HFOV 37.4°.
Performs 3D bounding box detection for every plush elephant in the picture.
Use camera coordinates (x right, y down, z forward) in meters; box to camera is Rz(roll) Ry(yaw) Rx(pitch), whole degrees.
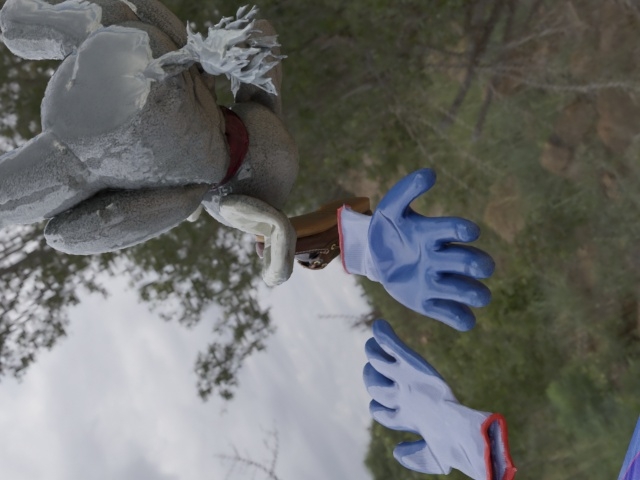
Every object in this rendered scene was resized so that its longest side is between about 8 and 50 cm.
[{"bbox_3d":[-0.134,-0.089,0.881,0.255,0.330,0.272,44,-136,-54],"label":"plush elephant"}]

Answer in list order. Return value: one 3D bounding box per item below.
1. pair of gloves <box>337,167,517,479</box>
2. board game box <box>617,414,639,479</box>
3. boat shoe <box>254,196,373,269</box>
[{"bbox_3d":[0.060,0.052,0.567,0.159,0.023,0.198,17,116,61],"label":"pair of gloves"},{"bbox_3d":[0.339,0.247,0.717,0.078,0.233,0.347,20,177,-10],"label":"board game box"},{"bbox_3d":[0.000,0.000,1.144,0.207,0.073,0.073,-18,-70,-48],"label":"boat shoe"}]
